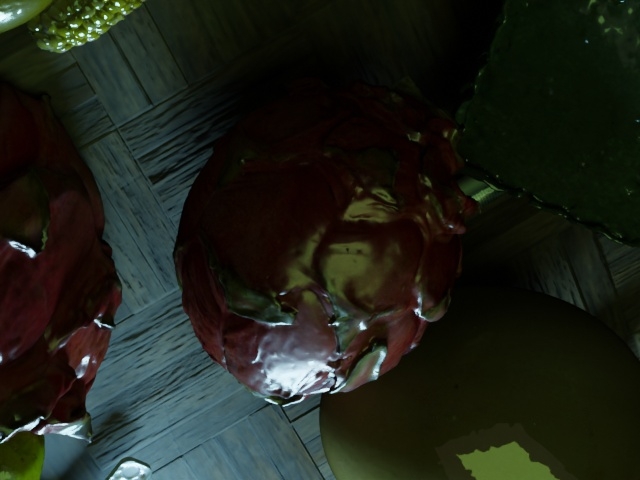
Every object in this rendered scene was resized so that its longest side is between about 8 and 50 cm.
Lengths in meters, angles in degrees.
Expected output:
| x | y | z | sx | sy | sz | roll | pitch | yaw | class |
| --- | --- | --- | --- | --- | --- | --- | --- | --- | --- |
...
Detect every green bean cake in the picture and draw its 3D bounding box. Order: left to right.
| x | y | z | sx | sy | sz | roll | pitch | yaw | class |
| --- | --- | --- | --- | --- | --- | --- | --- | --- | --- |
| 0.261 | -0.147 | 1.551 | 0.241 | 0.132 | 0.255 | 25 | 130 | 8 | green bean cake |

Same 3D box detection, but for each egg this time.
| x | y | z | sx | sy | sz | roll | pitch | yaw | class |
| --- | --- | --- | --- | --- | --- | --- | --- | --- | --- |
| 0.177 | 0.195 | 1.709 | 0.374 | 0.301 | 0.301 | 14 | 114 | -18 | egg |

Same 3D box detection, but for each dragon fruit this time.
| x | y | z | sx | sy | sz | roll | pitch | yaw | class |
| --- | --- | --- | --- | --- | --- | --- | --- | --- | --- |
| -0.259 | 0.067 | 1.477 | 0.286 | 0.228 | 0.329 | -43 | 126 | 4 | dragon fruit |
| 0.000 | 0.000 | 1.526 | 0.277 | 0.277 | 0.342 | 31 | 100 | -36 | dragon fruit |

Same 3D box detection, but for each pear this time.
| x | y | z | sx | sy | sz | roll | pitch | yaw | class |
| --- | --- | --- | --- | --- | --- | --- | --- | --- | --- |
| -0.332 | 0.223 | 1.617 | 0.131 | 0.107 | 0.107 | -43 | 128 | 2 | pear |

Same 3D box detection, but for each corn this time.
| x | y | z | sx | sy | sz | roll | pitch | yaw | class |
| --- | --- | --- | --- | --- | --- | --- | --- | --- | --- |
| -0.142 | -0.271 | 1.391 | 0.292 | 0.101 | 0.101 | -44 | 128 | 5 | corn |

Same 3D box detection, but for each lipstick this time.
| x | y | z | sx | sy | sz | roll | pitch | yaw | class |
| --- | --- | --- | --- | --- | --- | --- | --- | --- | --- |
| 0.150 | -0.045 | 1.705 | 0.141 | 0.040 | 0.040 | -30 | 128 | -4 | lipstick |

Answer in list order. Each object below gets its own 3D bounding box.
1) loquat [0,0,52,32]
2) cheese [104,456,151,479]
| x | y | z | sx | sy | sz | roll | pitch | yaw | class |
| --- | --- | --- | --- | --- | --- | --- | --- | --- | --- |
| -0.273 | -0.244 | 1.316 | 0.195 | 0.152 | 0.152 | -26 | 128 | -12 | loquat |
| -0.266 | 0.333 | 1.755 | 0.127 | 0.050 | 0.255 | 31 | 104 | -36 | cheese |
